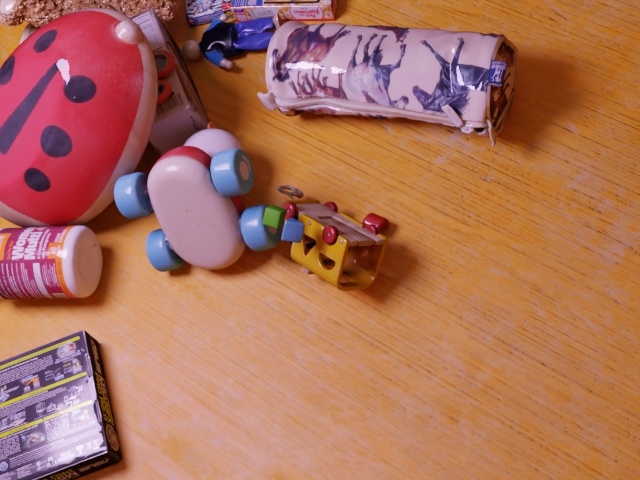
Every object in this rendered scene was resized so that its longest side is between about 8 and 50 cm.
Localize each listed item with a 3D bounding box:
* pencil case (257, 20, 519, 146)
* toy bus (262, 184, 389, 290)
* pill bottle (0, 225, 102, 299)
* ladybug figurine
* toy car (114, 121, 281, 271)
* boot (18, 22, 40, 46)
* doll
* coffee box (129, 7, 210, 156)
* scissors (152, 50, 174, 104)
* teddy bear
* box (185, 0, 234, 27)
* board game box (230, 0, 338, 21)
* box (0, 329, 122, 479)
[{"bbox_3d":[0.111,-0.266,1.658,0.411,0.159,0.183,8,51,18],"label":"pencil case"},{"bbox_3d":[0.004,0.005,1.573,0.191,0.202,0.104,15,107,1],"label":"toy bus"},{"bbox_3d":[-0.488,0.038,1.676,0.221,0.121,0.121,-2,63,13],"label":"pill bottle"},{"bbox_3d":[-0.438,-0.194,1.650,0.305,0.162,0.449,51,120,18],"label":"ladybug figurine"},{"bbox_3d":[-0.175,-0.093,1.658,0.219,0.210,0.238,-12,32,23],"label":"toy car"},{"bbox_3d":[-0.452,-0.304,1.857,0.204,0.095,0.261,-11,64,12],"label":"boot"},{"bbox_3d":[-0.164,-0.364,1.845,0.189,0.046,0.129,-9,60,10],"label":"doll"},{"bbox_3d":[-0.278,-0.266,1.770,0.098,0.141,0.246,-26,59,3],"label":"coffee box"},{"bbox_3d":[-0.380,-0.283,1.716,0.297,0.021,0.109,7,68,19],"label":"scissors"},{"bbox_3d":[-0.434,-0.427,1.875,0.338,0.113,0.245,-7,24,-21],"label":"teddy bear"},{"bbox_3d":[-0.212,-0.477,1.927,0.094,0.027,0.137,-12,61,7],"label":"box"},{"bbox_3d":[-0.059,-0.480,1.878,0.194,0.045,0.146,3,64,16],"label":"board game box"},{"bbox_3d":[-0.463,0.287,1.576,0.270,0.060,0.216,-21,59,2],"label":"box"}]
